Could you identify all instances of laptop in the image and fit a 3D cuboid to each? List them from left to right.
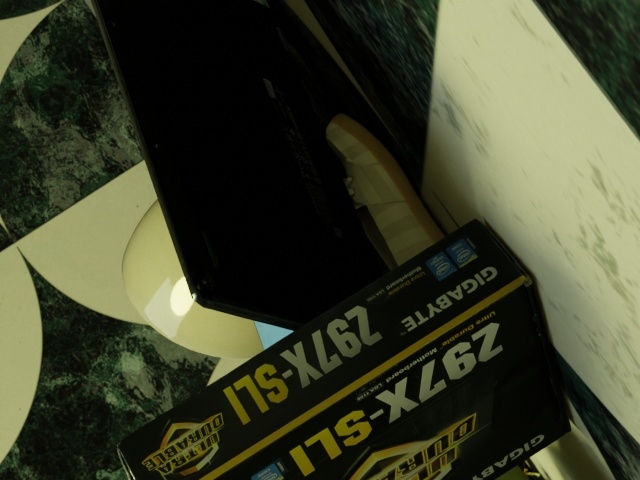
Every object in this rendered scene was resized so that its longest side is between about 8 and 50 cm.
[{"bbox_3d":[-0.101,-0.014,1.292,0.408,0.236,0.382,19,-139,-51],"label":"laptop"}]

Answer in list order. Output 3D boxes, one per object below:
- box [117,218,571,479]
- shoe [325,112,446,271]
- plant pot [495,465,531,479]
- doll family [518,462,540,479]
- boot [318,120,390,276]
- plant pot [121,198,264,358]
[{"bbox_3d":[0.032,0.154,1.152,0.079,0.322,0.257,55,174,37],"label":"box"},{"bbox_3d":[0.058,-0.021,1.275,0.219,0.058,0.076,55,174,25],"label":"shoe"},{"bbox_3d":[0.153,0.330,1.308,0.254,0.276,0.276,54,174,18],"label":"plant pot"},{"bbox_3d":[0.198,0.258,1.620,0.193,0.076,0.111,43,162,48],"label":"doll family"},{"bbox_3d":[0.005,-0.052,1.521,0.198,0.077,0.137,60,179,-19],"label":"boot"},{"bbox_3d":[-0.119,-0.004,2.066,0.284,0.284,0.191,53,139,30],"label":"plant pot"}]
